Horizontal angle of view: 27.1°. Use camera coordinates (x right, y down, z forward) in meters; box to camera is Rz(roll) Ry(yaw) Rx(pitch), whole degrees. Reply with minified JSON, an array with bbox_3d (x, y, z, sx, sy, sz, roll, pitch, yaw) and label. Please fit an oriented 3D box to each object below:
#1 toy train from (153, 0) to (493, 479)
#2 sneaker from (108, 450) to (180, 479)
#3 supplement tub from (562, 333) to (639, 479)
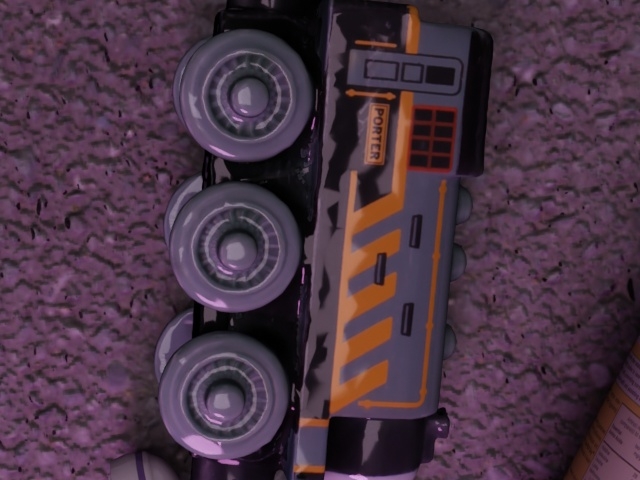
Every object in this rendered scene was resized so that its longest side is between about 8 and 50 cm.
[{"bbox_3d":[0.000,0.000,0.815,0.190,0.142,0.334,4,96,-9],"label":"toy train"},{"bbox_3d":[-0.023,0.240,0.870,0.161,0.102,0.282,-27,98,-7],"label":"sneaker"},{"bbox_3d":[0.259,0.175,0.771,0.241,0.241,0.331,26,97,-1],"label":"supplement tub"}]
